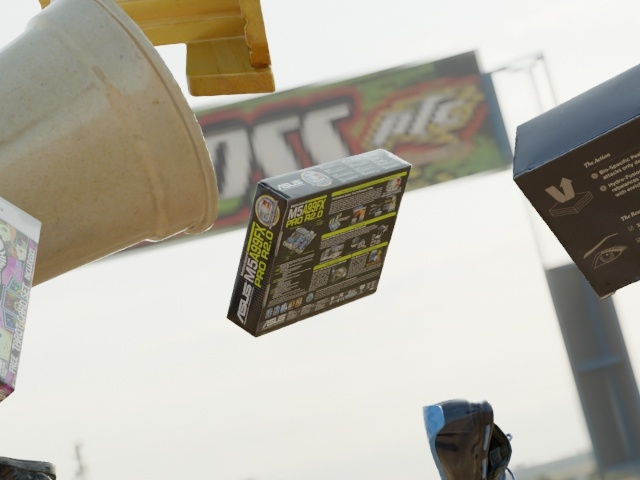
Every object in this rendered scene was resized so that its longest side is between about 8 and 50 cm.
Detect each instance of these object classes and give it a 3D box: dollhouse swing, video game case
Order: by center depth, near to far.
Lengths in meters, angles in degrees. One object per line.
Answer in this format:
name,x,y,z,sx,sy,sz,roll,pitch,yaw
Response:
video game case,-0.367,0.018,1.565,0.210,0.232,0.042,35,-56,-29
dollhouse swing,-0.236,-0.365,2.111,0.305,0.346,0.315,-9,21,0

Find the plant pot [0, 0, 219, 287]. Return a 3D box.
plant pot,-0.335,-0.080,1.898,0.305,0.334,0.334,-33,-3,-22

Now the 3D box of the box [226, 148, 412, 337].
box,0.000,0.000,2.299,0.060,0.216,0.270,31,31,31

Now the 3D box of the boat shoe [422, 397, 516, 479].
boat shoe,0.181,0.254,1.900,0.089,0.109,0.258,-14,-23,6

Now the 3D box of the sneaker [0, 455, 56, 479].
sneaker,-0.431,0.361,2.388,0.170,0.089,0.051,8,-34,-26

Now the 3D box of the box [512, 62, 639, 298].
box,0.278,-0.057,1.486,0.156,0.158,0.093,-27,27,25
